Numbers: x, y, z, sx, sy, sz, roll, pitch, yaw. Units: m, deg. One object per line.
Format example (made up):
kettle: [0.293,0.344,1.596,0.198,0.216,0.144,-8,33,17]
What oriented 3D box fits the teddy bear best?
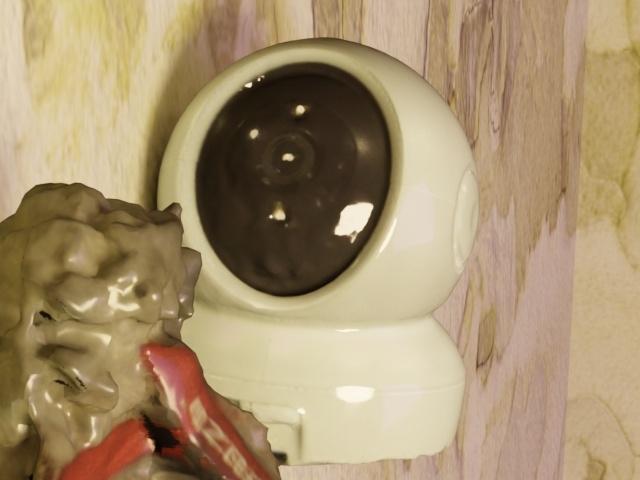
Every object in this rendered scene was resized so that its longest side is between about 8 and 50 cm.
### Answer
teddy bear: [-0.028,0.192,0.906,0.367,0.224,0.357,24,37,-44]

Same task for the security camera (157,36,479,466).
security camera: [0.000,0.000,1.160,0.194,0.194,0.236,-19,116,-72]
